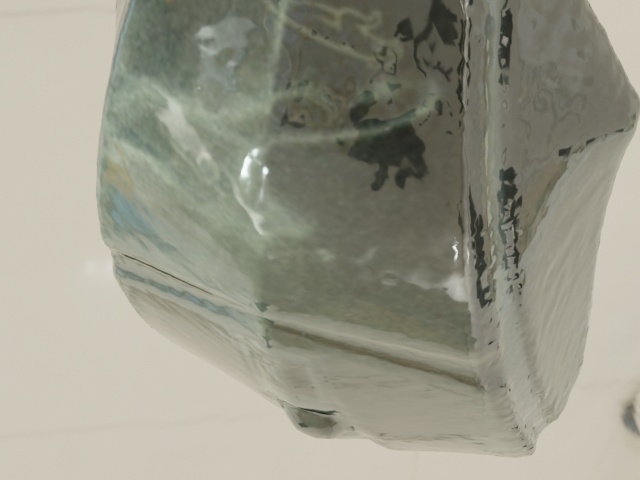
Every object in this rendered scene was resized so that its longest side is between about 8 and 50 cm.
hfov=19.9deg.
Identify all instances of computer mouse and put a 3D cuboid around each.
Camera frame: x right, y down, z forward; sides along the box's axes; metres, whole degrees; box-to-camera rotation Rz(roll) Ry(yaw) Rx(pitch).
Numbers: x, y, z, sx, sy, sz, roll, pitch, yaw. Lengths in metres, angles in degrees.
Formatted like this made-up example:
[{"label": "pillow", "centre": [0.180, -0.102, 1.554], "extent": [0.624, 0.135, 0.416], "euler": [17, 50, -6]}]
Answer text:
[{"label": "computer mouse", "centre": [0.001, 0.003, 0.432], "extent": [0.126, 0.071, 0.231], "euler": [17, 149, 12]}]
